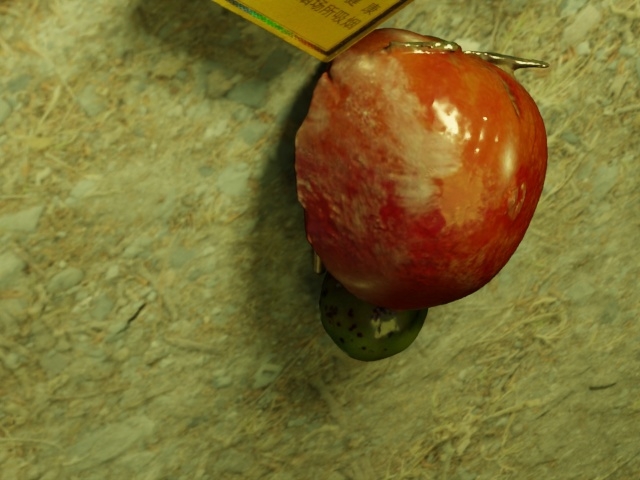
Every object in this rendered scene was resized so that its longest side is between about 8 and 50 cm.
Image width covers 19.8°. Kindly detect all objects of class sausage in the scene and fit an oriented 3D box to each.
[{"bbox_3d":[0.000,0.000,1.924,0.015,0.015,0.100,-19,136,-21],"label":"sausage"}]

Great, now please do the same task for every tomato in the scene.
[{"bbox_3d":[0.123,-0.057,1.788,0.309,0.170,0.309,-8,107,-29],"label":"tomato"}]

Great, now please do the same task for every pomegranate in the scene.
[{"bbox_3d":[0.051,0.066,1.947,0.130,0.130,0.130,-20,136,-20],"label":"pomegranate"}]

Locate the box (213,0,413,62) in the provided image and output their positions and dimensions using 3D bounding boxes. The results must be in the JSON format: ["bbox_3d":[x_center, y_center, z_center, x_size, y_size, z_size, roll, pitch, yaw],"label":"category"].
[{"bbox_3d":[0.051,-0.291,1.563,0.301,0.084,0.193,-33,148,26],"label":"box"}]
